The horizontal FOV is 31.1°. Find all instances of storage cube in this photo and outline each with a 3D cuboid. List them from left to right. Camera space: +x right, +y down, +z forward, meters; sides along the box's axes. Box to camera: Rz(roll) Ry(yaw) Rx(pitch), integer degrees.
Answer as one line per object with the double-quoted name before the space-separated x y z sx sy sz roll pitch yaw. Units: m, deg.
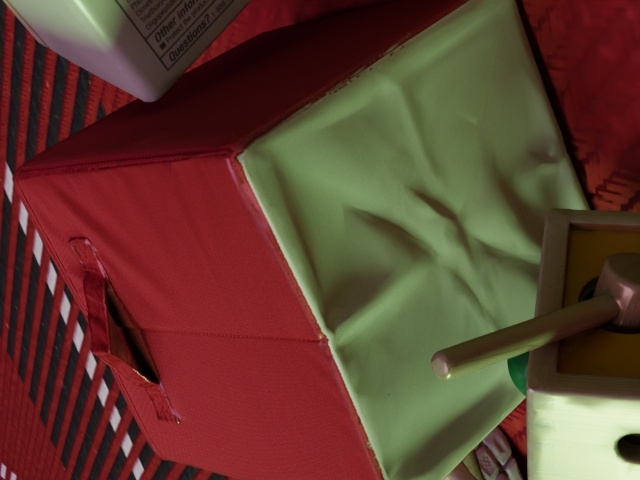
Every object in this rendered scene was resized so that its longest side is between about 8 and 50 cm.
"storage cube" 0.000 0.000 0.575 0.193 0.215 0.183 -1 119 50

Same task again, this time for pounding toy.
"pounding toy" 0.124 0.043 0.450 0.141 0.130 0.100 3 129 14

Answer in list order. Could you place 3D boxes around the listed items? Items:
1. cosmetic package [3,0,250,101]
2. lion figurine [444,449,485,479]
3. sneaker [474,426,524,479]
"cosmetic package" -0.124 -0.222 0.479 0.113 0.160 0.309 30 163 39
"lion figurine" 0.196 0.188 0.558 0.392 0.142 0.240 24 137 53
"sneaker" 0.107 0.172 0.746 0.158 0.061 0.065 50 157 11
